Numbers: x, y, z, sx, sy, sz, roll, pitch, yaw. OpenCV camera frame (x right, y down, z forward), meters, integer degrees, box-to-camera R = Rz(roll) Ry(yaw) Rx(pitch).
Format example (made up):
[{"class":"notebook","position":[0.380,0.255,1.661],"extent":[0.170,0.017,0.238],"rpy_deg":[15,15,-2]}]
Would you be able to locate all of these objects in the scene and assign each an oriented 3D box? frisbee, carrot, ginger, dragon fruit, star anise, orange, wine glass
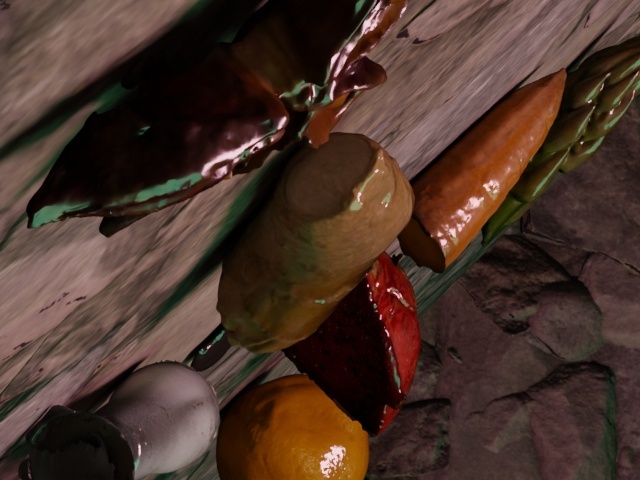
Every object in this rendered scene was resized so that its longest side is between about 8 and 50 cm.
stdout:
[{"class":"frisbee","position":[0.000,0.000,1.387],"extent":[0.187,0.012,0.211],"rpy_deg":[-40,171,-41]},{"class":"carrot","position":[0.138,-0.069,1.627],"extent":[0.205,0.072,0.072],"rpy_deg":[-49,176,-18]},{"class":"ginger","position":[-0.002,-0.003,1.091],"extent":[0.095,0.069,0.190],"rpy_deg":[-45,175,-42]},{"class":"dragon fruit","position":[0.053,0.070,1.719],"extent":[0.127,0.120,0.161],"rpy_deg":[-46,172,-42]},{"class":"star anise","position":[-0.021,-0.053,0.711],"extent":[0.212,0.053,0.157],"rpy_deg":[-44,174,-15]},{"class":"orange","position":[-0.030,0.201,1.932],"extent":[0.159,0.136,0.159],"rpy_deg":[-27,-140,25]},{"class":"wine glass","position":[-0.115,0.115,1.165],"extent":[0.072,0.072,0.155],"rpy_deg":[-46,174,16]}]

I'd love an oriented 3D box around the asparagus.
[{"class":"asparagus","position":[0.224,-0.100,1.899],"extent":[0.287,0.080,0.080],"rpy_deg":[-44,175,30]}]
